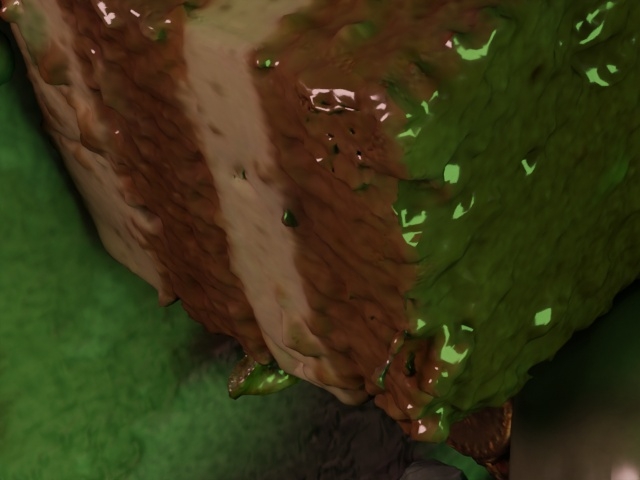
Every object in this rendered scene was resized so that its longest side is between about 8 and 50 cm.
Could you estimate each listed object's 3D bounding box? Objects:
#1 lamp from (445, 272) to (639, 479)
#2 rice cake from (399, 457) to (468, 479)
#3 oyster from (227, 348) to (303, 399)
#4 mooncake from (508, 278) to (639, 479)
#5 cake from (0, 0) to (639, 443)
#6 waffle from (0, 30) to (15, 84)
[{"bbox_3d":[0.182,0.049,1.126,0.274,0.177,0.177,-22,113,-36],"label":"lamp"},{"bbox_3d":[0.063,0.263,1.150,0.042,0.045,0.245,1,99,-38],"label":"rice cake"},{"bbox_3d":[0.007,-0.002,1.041,0.133,0.072,0.209,13,70,-35],"label":"oyster"},{"bbox_3d":[0.208,0.141,0.919,0.275,0.135,0.275,18,65,-46],"label":"mooncake"},{"bbox_3d":[0.030,-0.096,0.855,0.282,0.290,0.255,-40,144,-24],"label":"cake"},{"bbox_3d":[-0.268,-0.082,0.773,0.309,0.056,0.292,-27,116,-44],"label":"waffle"}]
